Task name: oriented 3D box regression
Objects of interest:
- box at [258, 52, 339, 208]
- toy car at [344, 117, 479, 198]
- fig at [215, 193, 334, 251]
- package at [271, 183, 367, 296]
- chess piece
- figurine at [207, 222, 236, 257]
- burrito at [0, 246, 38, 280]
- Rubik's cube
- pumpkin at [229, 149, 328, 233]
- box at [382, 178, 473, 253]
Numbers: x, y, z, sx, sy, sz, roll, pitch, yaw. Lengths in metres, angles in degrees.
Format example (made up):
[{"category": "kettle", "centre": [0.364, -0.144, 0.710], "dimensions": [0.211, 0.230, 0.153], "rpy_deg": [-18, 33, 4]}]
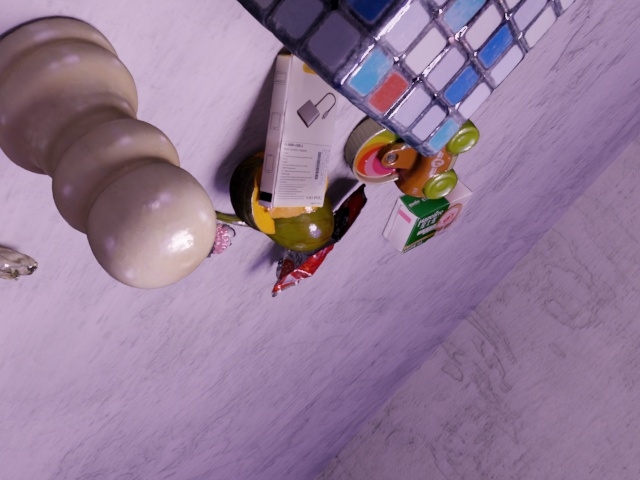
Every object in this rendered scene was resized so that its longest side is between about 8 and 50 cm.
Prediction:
[{"category": "box", "centre": [-0.027, -0.171, 1.030], "dimensions": [0.129, 0.033, 0.247], "rpy_deg": [-3, 105, -52]}, {"category": "toy car", "centre": [0.156, -0.182, 1.283], "dimensions": [0.235, 0.145, 0.235], "rpy_deg": [-17, 144, -13]}, {"category": "fig", "centre": [-0.088, -0.036, 1.202], "dimensions": [0.236, 0.124, 0.124], "rpy_deg": [-4, 140, -25]}, {"category": "package", "centre": [0.000, 0.000, 1.338], "dimensions": [0.269, 0.071, 0.194], "rpy_deg": [-41, -160, 10]}, {"category": "chess piece", "centre": [-0.221, -0.077, 0.699], "dimensions": [0.167, 0.300, 0.167], "rpy_deg": [-31, 152, -19]}, {"category": "figurine", "centre": [-0.194, -0.001, 1.152], "dimensions": [0.129, 0.054, 0.072], "rpy_deg": [-12, 138, -50]}, {"category": "burrito", "centre": [-0.451, 0.033, 0.830], "dimensions": [0.058, 0.063, 0.229], "rpy_deg": [-59, 153, 13]}, {"category": "Rubik's cube", "centre": [0.082, -0.311, 0.762], "dimensions": [0.293, 0.287, 0.292], "rpy_deg": [-49, 153, 16]}, {"category": "pumpkin", "centre": [-0.080, -0.086, 1.103], "dimensions": [0.183, 0.107, 0.119], "rpy_deg": [-26, 117, -45]}, {"category": "box", "centre": [0.260, -0.066, 1.664], "dimensions": [0.199, 0.081, 0.135], "rpy_deg": [-27, 152, -32]}]
